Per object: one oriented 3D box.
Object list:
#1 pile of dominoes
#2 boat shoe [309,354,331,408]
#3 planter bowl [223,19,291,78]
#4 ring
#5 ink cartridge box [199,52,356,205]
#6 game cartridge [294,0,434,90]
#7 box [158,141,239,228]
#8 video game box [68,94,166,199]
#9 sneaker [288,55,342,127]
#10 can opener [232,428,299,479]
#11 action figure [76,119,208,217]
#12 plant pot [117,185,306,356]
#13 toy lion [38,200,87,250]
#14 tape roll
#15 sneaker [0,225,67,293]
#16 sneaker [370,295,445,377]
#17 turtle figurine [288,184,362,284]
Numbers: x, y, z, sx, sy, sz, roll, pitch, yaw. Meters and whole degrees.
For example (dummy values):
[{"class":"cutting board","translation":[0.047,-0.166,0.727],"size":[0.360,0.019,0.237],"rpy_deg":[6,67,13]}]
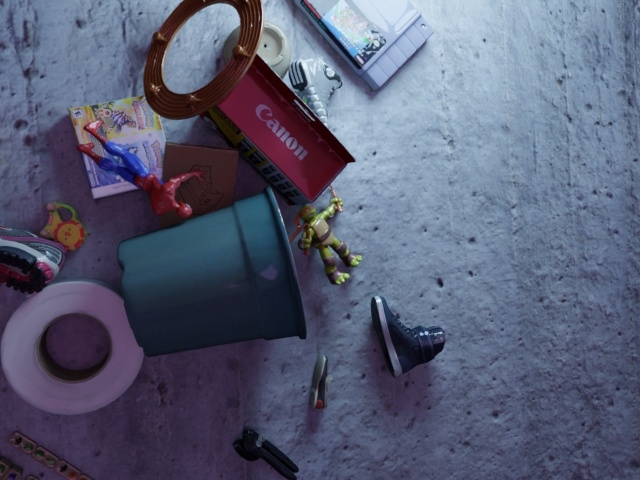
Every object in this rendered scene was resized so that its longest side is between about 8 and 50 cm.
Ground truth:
[{"class":"pile of dominoes","translation":[-0.640,0.557,1.280],"size":[0.251,0.040,0.196],"rpy_deg":[40,80,-14]},{"class":"boat shoe","translation":[0.006,0.354,1.470],"size":[0.043,0.049,0.137],"rpy_deg":[9,92,-20]},{"class":"planter bowl","translation":[-0.137,-0.442,1.369],"size":[0.162,0.109,0.162],"rpy_deg":[0,91,-18]},{"class":"ring","translation":[-0.260,-0.411,1.239],"size":[0.032,0.336,0.337],"rpy_deg":[31,81,-54]},{"class":"ink cartridge box","translation":[-0.102,-0.230,1.301],"size":[0.309,0.272,0.130],"rpy_deg":[44,79,-13]},{"class":"game cartridge","translation":[0.095,-0.578,1.465],"size":[0.355,0.068,0.230],"rpy_deg":[46,75,-14]},{"class":"box","translation":[-0.277,-0.118,1.341],"size":[0.164,0.021,0.201],"rpy_deg":[3,113,-19]},{"class":"video game box","translation":[-0.439,-0.209,1.316],"size":[0.187,0.048,0.205],"rpy_deg":[-16,97,-19]},{"class":"sneaker","translation":[0.012,-0.338,1.436],"size":[0.132,0.086,0.229],"rpy_deg":[-30,117,-35]},{"class":"can opener","translation":[-0.124,0.523,1.439],"size":[0.186,0.073,0.059],"rpy_deg":[38,42,-18]},{"class":"action figure","translation":[-0.361,-0.148,1.250],"size":[0.280,0.139,0.091],"rpy_deg":[40,123,10]},{"class":"plant pot","translation":[-0.233,0.084,1.260],"size":[0.334,0.341,0.341],"rpy_deg":[-13,95,-8]},{"class":"toy lion","translation":[-0.561,-0.029,1.293],"size":[0.096,0.034,0.100],"rpy_deg":[13,88,-24]},{"class":"tape roll","translation":[-0.527,0.223,1.273],"size":[0.286,0.100,0.286],"rpy_deg":[-1,92,-17]},{"class":"sneaker","translation":[-0.681,0.014,1.220],"size":[0.299,0.112,0.121],"rpy_deg":[23,122,-3]},{"class":"sneaker","translation":[0.226,0.222,1.506],"size":[0.163,0.086,0.226],"rpy_deg":[-20,107,-5]},{"class":"turtle figurine","translation":[0.000,0.000,1.417],"size":[0.217,0.087,0.269],"rpy_deg":[57,37,-19]}]
